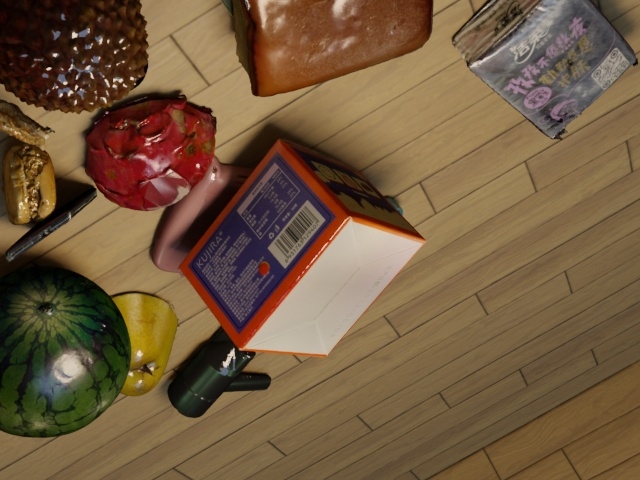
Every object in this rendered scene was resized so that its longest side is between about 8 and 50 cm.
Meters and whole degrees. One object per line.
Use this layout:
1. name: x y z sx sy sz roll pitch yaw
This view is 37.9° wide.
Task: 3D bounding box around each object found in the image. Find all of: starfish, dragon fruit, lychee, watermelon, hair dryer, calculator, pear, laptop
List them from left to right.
1. starfish: -0.506 -0.207 1.408 0.060 0.302 0.299 -50 126 -10
2. watermelon: -0.539 0.218 1.827 0.363 0.363 0.363 -16 142 -13
3. laptop: -0.482 -0.032 1.690 0.154 0.207 0.026 -32 103 6
4. lychee: -0.381 -0.306 1.363 0.267 0.267 0.267 -16 142 -13
5. pear: -0.420 0.258 2.073 0.266 0.178 0.267 -13 141 -11
6. dragon fruit: -0.300 -0.157 1.690 0.261 0.189 0.163 -29 174 -3
7. calculator: -0.221 -0.034 1.946 0.220 0.048 0.330 4 133 -37
8. hair dryer: -0.205 0.327 2.356 0.244 0.116 0.302 -46 150 24

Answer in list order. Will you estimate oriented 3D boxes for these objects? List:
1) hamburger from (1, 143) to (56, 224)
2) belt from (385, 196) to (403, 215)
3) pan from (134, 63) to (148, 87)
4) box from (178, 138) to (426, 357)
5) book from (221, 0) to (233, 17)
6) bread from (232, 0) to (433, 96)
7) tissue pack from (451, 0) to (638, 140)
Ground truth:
1. hamburger: -0.508 -0.097 1.623 0.083 0.138 0.147 -8 177 -28
2. belt: 0.136 -0.019 2.166 0.100 0.065 0.179 -24 143 -20
3. pan: -0.391 -0.277 1.561 0.212 0.040 0.115 -21 144 -19
4. box: -0.039 0.024 1.887 0.349 0.257 0.318 -51 150 17
5. book: -0.032 -0.443 1.592 0.264 0.027 0.202 -31 142 7
6. bread: 0.012 -0.418 1.506 0.333 0.143 0.324 -20 143 -8
7. tissue pack: 0.463 -0.382 1.889 0.259 0.122 0.361 -44 138 19
